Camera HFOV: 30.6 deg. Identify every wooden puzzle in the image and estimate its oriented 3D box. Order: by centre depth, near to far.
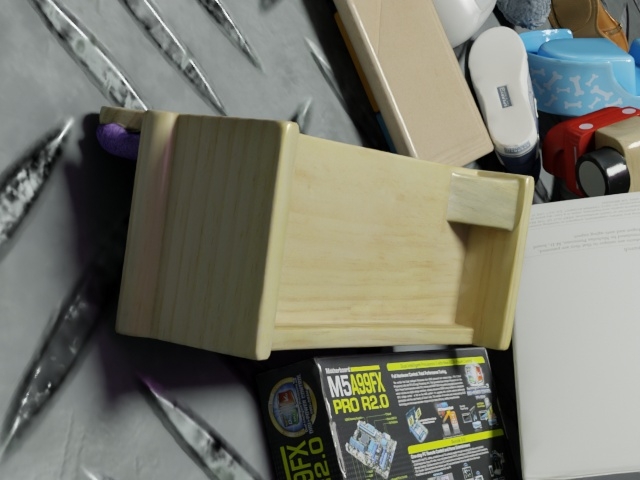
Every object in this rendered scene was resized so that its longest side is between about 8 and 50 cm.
[{"bbox_3d":[0.087,-0.170,1.175,0.238,0.044,0.221,-29,96,-62],"label":"wooden puzzle"}]

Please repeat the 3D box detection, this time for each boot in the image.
[{"bbox_3d":[0.212,-0.151,1.337,0.086,0.069,0.190,65,20,-51],"label":"boot"},{"bbox_3d":[0.384,-0.322,1.680,0.197,0.073,0.152,63,28,-15],"label":"boot"}]

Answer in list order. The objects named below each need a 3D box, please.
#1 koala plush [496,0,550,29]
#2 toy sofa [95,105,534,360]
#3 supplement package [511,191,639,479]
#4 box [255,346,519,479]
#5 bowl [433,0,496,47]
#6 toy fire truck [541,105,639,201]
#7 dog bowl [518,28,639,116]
[{"bbox_3d":[0.283,-0.421,1.473,0.203,0.196,0.221,47,40,-11],"label":"koala plush"},{"bbox_3d":[0.000,0.000,0.873,0.362,0.177,0.150,5,93,-55],"label":"toy sofa"},{"bbox_3d":[0.270,0.123,1.076,0.177,0.175,0.293,70,18,-48],"label":"supplement package"},{"bbox_3d":[0.073,0.197,0.922,0.270,0.060,0.216,4,68,-56],"label":"box"},{"bbox_3d":[0.152,-0.300,1.330,0.142,0.053,0.142,61,34,-16],"label":"bowl"},{"bbox_3d":[0.312,-0.057,1.330,0.158,0.246,0.217,-20,119,-20],"label":"toy fire truck"},{"bbox_3d":[0.377,-0.203,1.422,0.166,0.297,0.074,-104,-167,-66],"label":"dog bowl"}]
